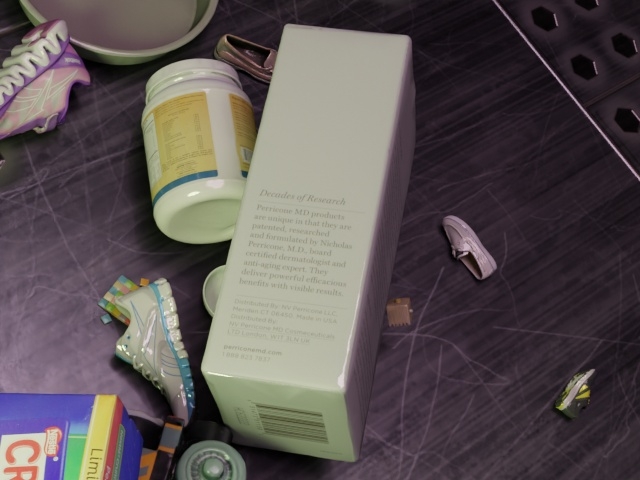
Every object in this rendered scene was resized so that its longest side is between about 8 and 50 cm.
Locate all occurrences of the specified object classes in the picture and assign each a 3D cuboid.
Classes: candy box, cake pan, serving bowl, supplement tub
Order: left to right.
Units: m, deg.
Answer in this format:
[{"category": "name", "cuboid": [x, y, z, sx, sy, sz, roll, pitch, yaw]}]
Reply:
[{"category": "candy box", "cuboid": [-0.356, 0.293, 1.349, 0.317, 0.122, 0.268, 1, 59, 8]}, {"category": "cake pan", "cuboid": [-0.284, -0.357, 1.850, 0.293, 0.054, 0.293, 9, 60, -16]}, {"category": "supplement tub", "cuboid": [-0.147, -0.112, 1.712, 0.144, 0.144, 0.200, 0, 63, -21]}, {"category": "serving bowl", "cuboid": [-0.109, 0.073, 1.695, 0.083, 0.027, 0.083, 9, 60, -17]}]

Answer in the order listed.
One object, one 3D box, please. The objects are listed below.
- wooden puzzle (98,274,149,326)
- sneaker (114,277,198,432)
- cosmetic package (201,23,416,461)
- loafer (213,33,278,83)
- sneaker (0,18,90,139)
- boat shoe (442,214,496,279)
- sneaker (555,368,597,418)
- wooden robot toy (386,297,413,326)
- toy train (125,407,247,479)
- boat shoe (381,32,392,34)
[{"category": "wooden puzzle", "cuboid": [-0.236, 0.073, 1.658, 0.049, 0.006, 0.083, 36, 56, 0]}, {"category": "sneaker", "cuboid": [-0.197, 0.141, 1.608, 0.083, 0.071, 0.191, -14, 66, -13]}, {"category": "cosmetic package", "cuboid": [0.000, 0.000, 1.589, 0.161, 0.230, 0.453, 7, 62, 9]}, {"category": "loafer", "cuboid": [-0.083, -0.249, 1.877, 0.125, 0.039, 0.045, 17, 57, -12]}, {"category": "sneaker", "cuboid": [-0.371, -0.166, 1.694, 0.236, 0.095, 0.104, -52, 120, -25]}, {"category": "boat shoe", "cuboid": [0.195, 0.011, 1.847, 0.035, 0.035, 0.100, -35, 86, -35]}, {"category": "sneaker", "cuboid": [0.342, 0.203, 1.803, 0.083, 0.031, 0.035, -43, 97, -30]}, {"category": "wooden robot toy", "cuboid": [0.033, 0.120, 1.711, 0.173, 0.076, 0.079, -12, 106, -2]}, {"category": "toy train", "cuboid": [-0.197, 0.333, 1.458, 0.190, 0.142, 0.334, 15, 57, -2]}, {"category": "boat shoe", "cuboid": [0.032, -0.175, 1.849, 0.103, 0.092, 0.285, 31, 56, -3]}]
